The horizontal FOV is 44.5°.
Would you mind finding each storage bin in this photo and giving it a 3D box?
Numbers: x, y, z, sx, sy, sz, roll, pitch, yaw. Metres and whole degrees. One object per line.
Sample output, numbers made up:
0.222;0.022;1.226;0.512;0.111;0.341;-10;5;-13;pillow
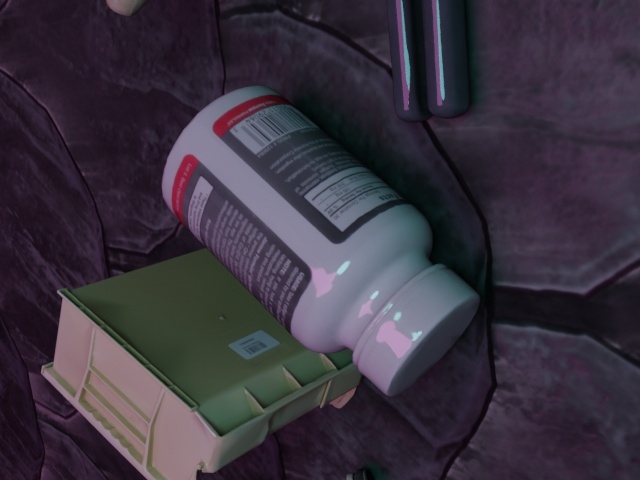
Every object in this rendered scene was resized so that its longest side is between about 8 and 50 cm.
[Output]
-0.122;0.133;0.887;0.260;0.262;0.123;34;122;29;storage bin

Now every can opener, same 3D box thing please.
0.076;-0.249;0.693;0.075;0.095;0.284;1;98;42;can opener

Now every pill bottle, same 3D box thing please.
0.000;0.000;0.791;0.318;0.176;0.176;43;128;23;pill bottle

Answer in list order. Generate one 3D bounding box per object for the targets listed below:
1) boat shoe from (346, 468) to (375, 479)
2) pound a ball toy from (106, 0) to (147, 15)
0.108;0.364;0.905;0.079;0.084;0.233;-34;70;4;boat shoe
-0.173;-0.395;0.788;0.135;0.208;0.319;-40;76;42;pound a ball toy
